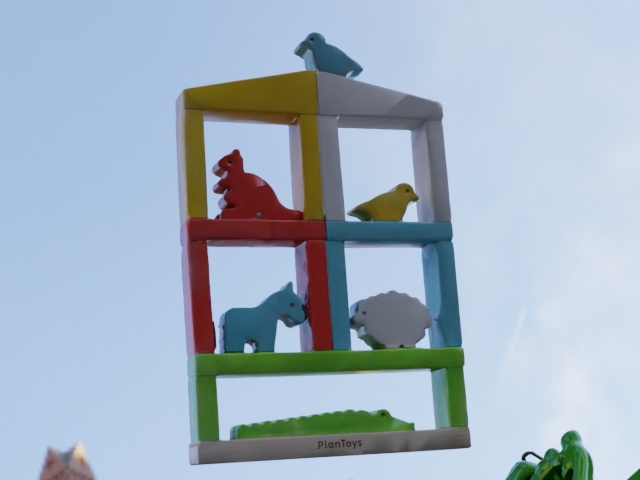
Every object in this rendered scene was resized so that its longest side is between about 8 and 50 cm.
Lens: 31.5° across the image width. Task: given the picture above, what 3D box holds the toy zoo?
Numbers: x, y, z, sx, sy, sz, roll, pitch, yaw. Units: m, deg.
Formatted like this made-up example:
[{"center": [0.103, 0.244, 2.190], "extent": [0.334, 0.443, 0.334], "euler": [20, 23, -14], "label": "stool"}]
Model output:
[{"center": [0.000, 0.000, 0.777], "extent": [0.192, 0.293, 0.030], "euler": [0, -12, -20], "label": "toy zoo"}]

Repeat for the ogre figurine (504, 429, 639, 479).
[{"center": [0.176, 0.142, 0.536], "extent": [0.118, 0.097, 0.197], "euler": [35, -38, -14], "label": "ogre figurine"}]
